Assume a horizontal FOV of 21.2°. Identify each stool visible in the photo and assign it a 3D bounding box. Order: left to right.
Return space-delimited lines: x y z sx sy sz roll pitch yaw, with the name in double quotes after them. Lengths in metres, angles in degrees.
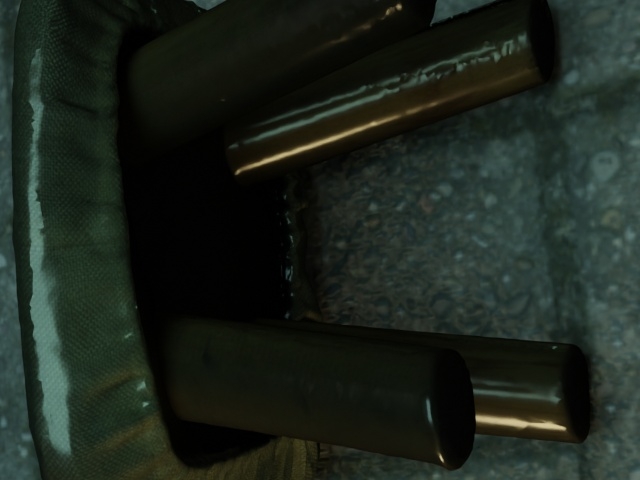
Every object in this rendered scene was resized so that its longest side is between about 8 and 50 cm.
0.000 0.000 0.942 0.226 0.310 0.310 -6 85 24 "stool"
